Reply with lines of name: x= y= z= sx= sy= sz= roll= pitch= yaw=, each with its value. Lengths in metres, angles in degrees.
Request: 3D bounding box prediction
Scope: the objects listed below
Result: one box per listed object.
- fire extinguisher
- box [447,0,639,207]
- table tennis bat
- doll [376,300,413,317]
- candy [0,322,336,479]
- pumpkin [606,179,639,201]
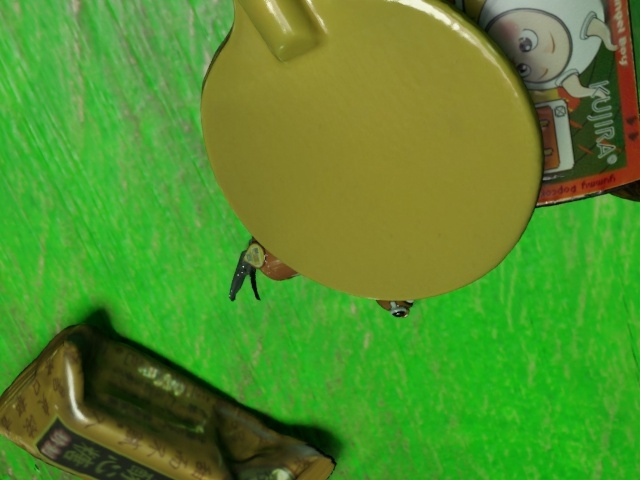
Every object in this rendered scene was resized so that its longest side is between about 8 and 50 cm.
fire extinguisher: x=0.000 y=0.000 z=0.807 sx=0.177 sy=0.062 sz=0.050 roll=-20 pitch=152 yaw=35
box: x=0.097 y=-0.135 z=0.685 sx=0.177 sy=0.148 sz=0.195 roll=-8 pitch=117 yaw=11
table tennis bat: x=-0.001 y=-0.096 z=0.618 sx=0.198 sy=0.050 sz=0.321 roll=-19 pitch=114 yaw=31
doll: x=0.054 y=0.017 z=0.836 sx=0.058 sy=0.040 sz=0.085 roll=-38 pitch=112 yaw=11
candy: x=-0.122 y=0.167 z=0.912 sx=0.271 sy=0.101 sz=0.143 roll=32 pitch=124 yaw=-16
pumpkin: x=0.304 y=-0.082 z=0.676 sx=0.111 sy=0.163 sz=0.278 roll=29 pitch=117 yaw=-13
